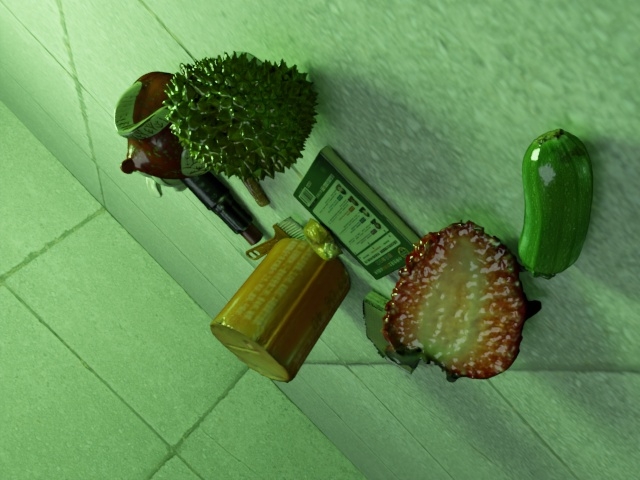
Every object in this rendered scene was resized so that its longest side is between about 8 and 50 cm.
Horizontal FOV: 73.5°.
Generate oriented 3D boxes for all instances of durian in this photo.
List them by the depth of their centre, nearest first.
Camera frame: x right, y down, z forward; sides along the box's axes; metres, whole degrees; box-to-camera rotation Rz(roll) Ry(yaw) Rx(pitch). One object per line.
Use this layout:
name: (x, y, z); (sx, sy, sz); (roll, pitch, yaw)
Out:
durian: (-0.131, -0.196, 0.687); (0.237, 0.176, 0.200); (11, 120, 16)

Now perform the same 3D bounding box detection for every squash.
squash: (0.279, -0.032, 0.516); (0.077, 0.068, 0.219); (9, 138, 27)

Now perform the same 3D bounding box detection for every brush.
brush: (-0.126, 0.008, 1.143); (0.090, 0.017, 0.314); (41, 146, -17)

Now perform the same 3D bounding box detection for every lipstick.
lipstick: (-0.274, -0.104, 1.190); (0.299, 0.081, 0.081); (47, 154, -17)

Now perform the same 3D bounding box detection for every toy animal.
toy animal: (-0.454, -0.214, 1.239); (0.193, 0.127, 0.178); (6, 136, 48)

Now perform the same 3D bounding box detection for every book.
book: (0.066, -0.041, 0.851); (0.264, 0.027, 0.202); (45, 153, 0)

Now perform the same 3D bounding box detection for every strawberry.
strawberry: (0.240, 0.091, 0.719); (0.233, 0.138, 0.306); (19, 122, 10)

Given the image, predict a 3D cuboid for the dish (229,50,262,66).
dish: (-0.147, -0.261, 0.787); (0.141, 0.078, 0.141); (33, 151, 21)

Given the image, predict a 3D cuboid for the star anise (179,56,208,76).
star anise: (-0.216, -0.266, 0.854); (0.190, 0.097, 0.070); (58, 166, -25)

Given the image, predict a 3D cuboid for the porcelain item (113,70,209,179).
porcelain item: (-0.351, -0.231, 0.952); (0.253, 0.253, 0.253); (34, 151, 21)

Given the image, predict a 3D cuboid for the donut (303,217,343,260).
donut: (0.000, 0.000, 0.961); (0.108, 0.043, 0.097); (55, 167, -30)

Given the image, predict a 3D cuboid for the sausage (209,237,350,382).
sausage: (-0.089, 0.162, 1.044); (0.233, 0.287, 0.233); (26, 148, 18)

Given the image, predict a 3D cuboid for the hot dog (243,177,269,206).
hot dog: (-0.173, -0.138, 1.056); (0.044, 0.028, 0.137); (-6, 123, 49)

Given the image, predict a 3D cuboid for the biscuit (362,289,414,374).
biscuit: (0.178, 0.232, 1.059); (0.147, 0.046, 0.250); (27, 147, 30)
